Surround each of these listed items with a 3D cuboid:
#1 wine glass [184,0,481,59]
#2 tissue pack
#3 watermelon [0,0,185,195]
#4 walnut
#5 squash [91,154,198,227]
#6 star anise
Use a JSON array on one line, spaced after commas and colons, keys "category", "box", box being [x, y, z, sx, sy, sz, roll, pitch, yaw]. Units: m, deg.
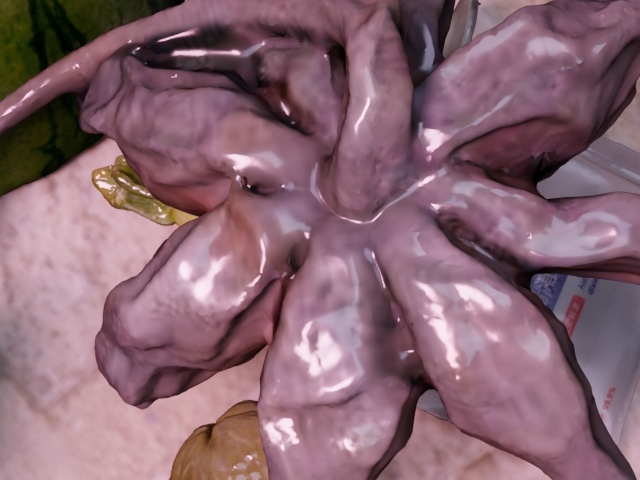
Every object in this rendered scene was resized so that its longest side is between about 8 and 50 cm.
[{"category": "wine glass", "box": [0.004, -0.128, 0.612, 0.155, 0.073, 0.073, 15, 72, -7]}, {"category": "tissue pack", "box": [0.131, 0.023, 0.602, 0.122, 0.026, 0.193, 25, 70, 1]}, {"category": "watermelon", "box": [-0.229, -0.181, 0.541, 0.330, 0.189, 0.331, 0, 73, -1]}, {"category": "walnut", "box": [-0.031, 0.123, 0.525, 0.092, 0.092, 0.092, 2, 73, -7]}, {"category": "squash", "box": [-0.007, -0.037, 0.567, 0.224, 0.094, 0.094, -6, 74, 5]}, {"category": "star anise", "box": [0.000, 0.000, 0.455, 0.359, 0.139, 0.316, -39, 68, 2]}]
